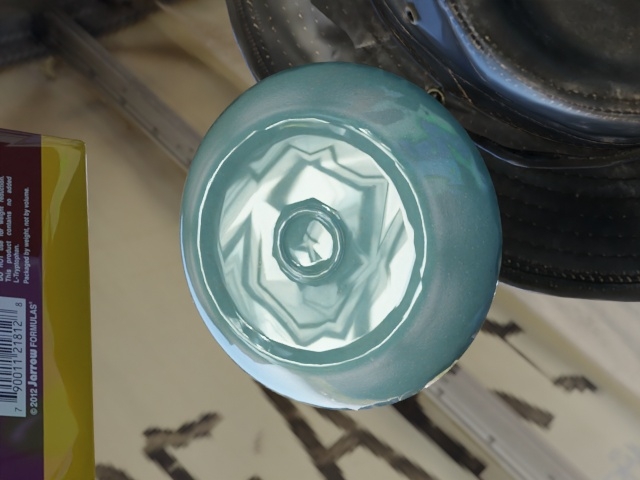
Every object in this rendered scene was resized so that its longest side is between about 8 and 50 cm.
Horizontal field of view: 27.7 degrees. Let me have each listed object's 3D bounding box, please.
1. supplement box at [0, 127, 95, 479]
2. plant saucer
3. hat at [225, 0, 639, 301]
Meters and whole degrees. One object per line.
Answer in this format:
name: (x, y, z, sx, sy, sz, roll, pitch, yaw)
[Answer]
supplement box: (-0.200, 0.059, 0.503, 0.194, 0.191, 0.129, 7, -33, -24)
plant saucer: (0.000, 0.000, 0.433, 0.119, 0.119, 0.021, -59, -17, 17)
hat: (0.088, -0.126, 0.476, 0.331, 0.331, 0.134, -59, -10, 16)
